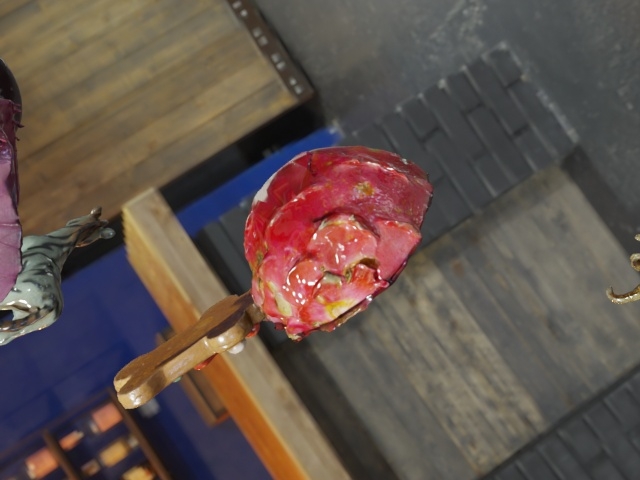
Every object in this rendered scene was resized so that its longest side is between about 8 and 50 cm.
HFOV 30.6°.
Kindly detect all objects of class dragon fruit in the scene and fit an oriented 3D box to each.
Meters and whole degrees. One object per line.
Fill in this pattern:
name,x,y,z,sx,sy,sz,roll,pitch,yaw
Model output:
dragon fruit,0.000,0.000,1.336,0.189,0.261,0.163,46,-164,5

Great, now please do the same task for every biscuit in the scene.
biscuit,-0.143,0.131,1.624,0.049,0.324,0.205,55,173,-11

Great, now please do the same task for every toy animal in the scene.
toy animal,-0.374,0.045,1.457,0.255,0.170,0.090,-77,-33,-52

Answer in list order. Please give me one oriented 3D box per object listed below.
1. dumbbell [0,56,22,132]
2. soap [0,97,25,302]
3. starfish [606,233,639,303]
dumbbell,-0.418,-0.111,1.188,0.140,0.225,0.124,20,-127,-41
soap,-0.357,-0.038,1.051,0.289,0.182,0.112,101,162,-47
starfish,0.423,0.003,1.420,0.074,0.190,0.146,36,179,12
